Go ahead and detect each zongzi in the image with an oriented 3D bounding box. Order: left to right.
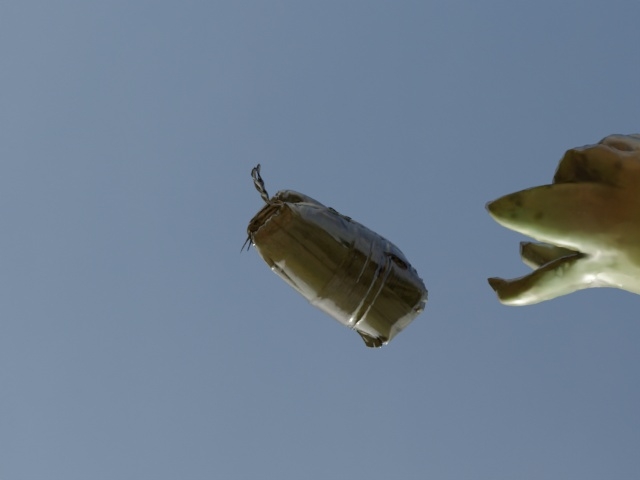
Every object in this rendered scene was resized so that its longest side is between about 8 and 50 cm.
[{"bbox_3d":[0.000,0.000,1.212,0.081,0.189,0.178,-52,-169,10],"label":"zongzi"}]

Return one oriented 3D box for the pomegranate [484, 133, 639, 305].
[{"bbox_3d":[0.244,0.023,0.638,0.340,0.260,0.261,8,-104,27],"label":"pomegranate"}]
